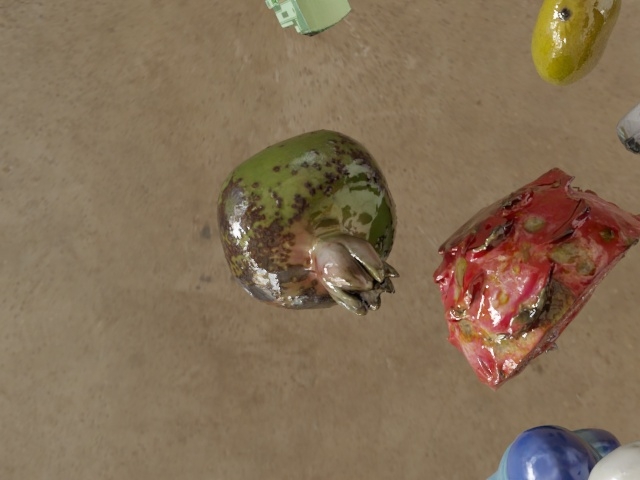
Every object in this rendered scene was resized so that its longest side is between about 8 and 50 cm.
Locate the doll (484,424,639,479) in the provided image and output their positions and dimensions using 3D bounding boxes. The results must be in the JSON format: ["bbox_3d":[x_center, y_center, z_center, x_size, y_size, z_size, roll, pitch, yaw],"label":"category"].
[{"bbox_3d":[0.240,0.300,0.886,0.187,0.365,0.376,1,102,-13],"label":"doll"}]

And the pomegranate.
[{"bbox_3d":[0.000,0.000,1.434,0.285,0.341,0.285,-12,124,-18],"label":"pomegranate"}]

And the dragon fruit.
[{"bbox_3d":[0.329,0.042,1.538,0.249,0.371,0.386,43,67,13],"label":"dragon fruit"}]

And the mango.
[{"bbox_3d":[0.337,-0.273,1.295,0.091,0.237,0.137,37,78,21],"label":"mango"}]

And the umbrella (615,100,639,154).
[{"bbox_3d":[0.491,-0.199,1.261,0.067,0.337,0.073,38,70,0],"label":"umbrella"}]

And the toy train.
[{"bbox_3d":[-0.013,-0.150,0.583,0.033,0.083,0.053,-28,103,-8],"label":"toy train"}]
